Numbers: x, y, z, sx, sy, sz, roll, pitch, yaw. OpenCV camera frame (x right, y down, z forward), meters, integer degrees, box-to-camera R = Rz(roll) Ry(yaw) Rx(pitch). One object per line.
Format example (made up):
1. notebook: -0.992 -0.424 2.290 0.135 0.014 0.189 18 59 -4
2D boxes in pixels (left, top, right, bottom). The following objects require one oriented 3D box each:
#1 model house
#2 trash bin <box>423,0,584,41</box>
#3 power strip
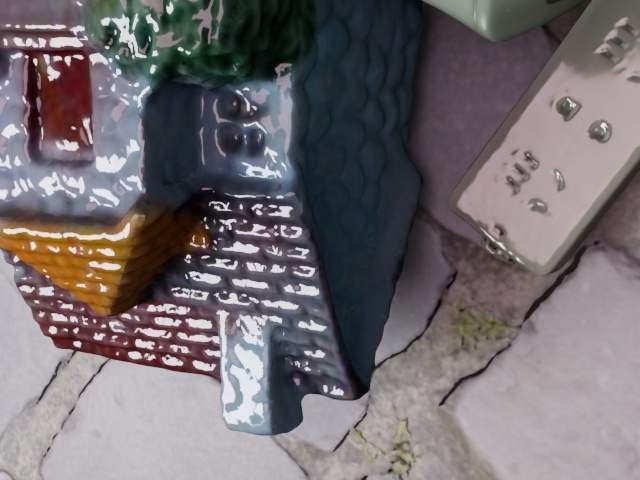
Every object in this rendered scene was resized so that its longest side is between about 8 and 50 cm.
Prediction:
1. model house: -0.132 -0.029 0.747 0.360 0.297 0.339 5 99 29
2. trash bin: 0.026 -0.308 0.582 0.432 0.280 0.280 26 105 14
3. power strip: 0.217 -0.118 0.694 0.098 0.058 0.338 41 110 19
